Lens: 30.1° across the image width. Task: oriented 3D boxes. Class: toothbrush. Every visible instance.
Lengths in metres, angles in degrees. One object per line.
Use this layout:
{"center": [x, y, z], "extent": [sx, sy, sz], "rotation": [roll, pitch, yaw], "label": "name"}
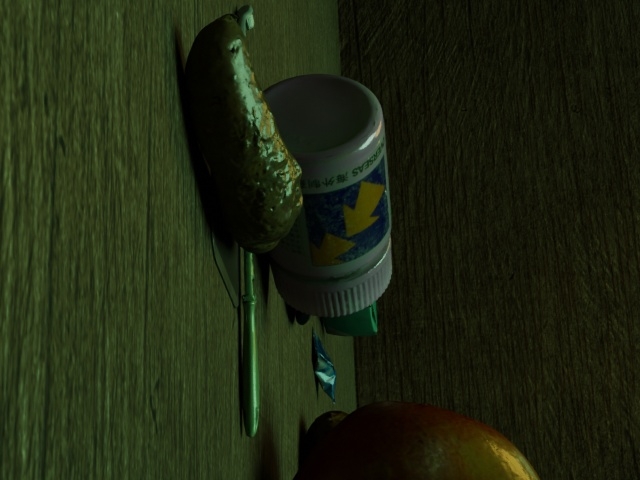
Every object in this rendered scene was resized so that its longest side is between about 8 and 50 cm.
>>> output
{"center": [-0.096, -0.226, 1.380], "extent": [0.288, 0.021, 0.024], "rotation": [-86, 161, -65], "label": "toothbrush"}

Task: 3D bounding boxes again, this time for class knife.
{"center": [-0.081, 0.077, 1.353], "extent": [0.043, 0.020, 0.293], "rotation": [98, -9, -69], "label": "knife"}

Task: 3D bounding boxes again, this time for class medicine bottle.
{"center": [0.003, -0.054, 1.553], "extent": [0.178, 0.178, 0.291], "rotation": [-89, 174, -45], "label": "medicine bottle"}

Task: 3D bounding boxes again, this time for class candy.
{"center": [0.008, 0.240, 2.297], "extent": [0.088, 0.038, 0.136], "rotation": [-93, 168, -53], "label": "candy"}

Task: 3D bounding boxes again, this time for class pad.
{"center": [-0.103, -0.071, 1.320], "extent": [0.176, 0.002, 0.266], "rotation": [78, 9, -63], "label": "pad"}

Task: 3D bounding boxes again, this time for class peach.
{"center": [0.113, 0.384, 1.482], "extent": [0.388, 0.388, 0.388], "rotation": [-4, 90, -86], "label": "peach"}

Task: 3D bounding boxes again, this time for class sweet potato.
{"center": [-0.066, -0.065, 1.185], "extent": [0.341, 0.092, 0.114], "rotation": [79, -8, -53], "label": "sweet potato"}

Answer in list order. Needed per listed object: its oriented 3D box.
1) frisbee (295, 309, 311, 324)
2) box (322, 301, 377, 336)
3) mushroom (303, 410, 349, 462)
{"center": [0.017, 0.000, 1.931], "extent": [0.289, 0.049, 0.289], "rotation": [-166, -90, -84], "label": "frisbee"}
{"center": [0.053, 0.028, 2.533], "extent": [0.205, 0.118, 0.311], "rotation": [71, 16, -66], "label": "box"}
{"center": [0.067, 0.434, 1.964], "extent": [0.267, 0.254, 0.267], "rotation": [23, 90, -89], "label": "mushroom"}
